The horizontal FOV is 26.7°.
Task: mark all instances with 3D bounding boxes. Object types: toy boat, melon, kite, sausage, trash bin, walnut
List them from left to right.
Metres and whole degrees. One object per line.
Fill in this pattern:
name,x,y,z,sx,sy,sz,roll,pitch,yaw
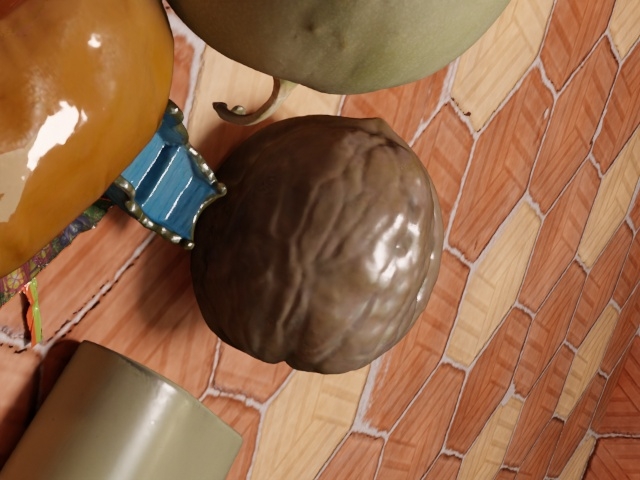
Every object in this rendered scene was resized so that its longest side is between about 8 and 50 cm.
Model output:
sausage,-0.179,-0.065,0.748,0.241,0.120,0.136,-51,139,-26
kite,-0.203,0.018,0.922,0.190,0.010,0.159,-48,153,-31
trash bin,-0.180,0.225,1.056,0.247,0.121,0.243,-62,157,-12
toy boat,-0.115,-0.056,0.938,0.075,0.077,0.185,-60,155,-16
walnut,0.000,0.000,1.102,0.224,0.224,0.224,-46,151,-35
melon,0.013,-0.232,0.810,0.272,0.272,0.308,-13,98,-61
